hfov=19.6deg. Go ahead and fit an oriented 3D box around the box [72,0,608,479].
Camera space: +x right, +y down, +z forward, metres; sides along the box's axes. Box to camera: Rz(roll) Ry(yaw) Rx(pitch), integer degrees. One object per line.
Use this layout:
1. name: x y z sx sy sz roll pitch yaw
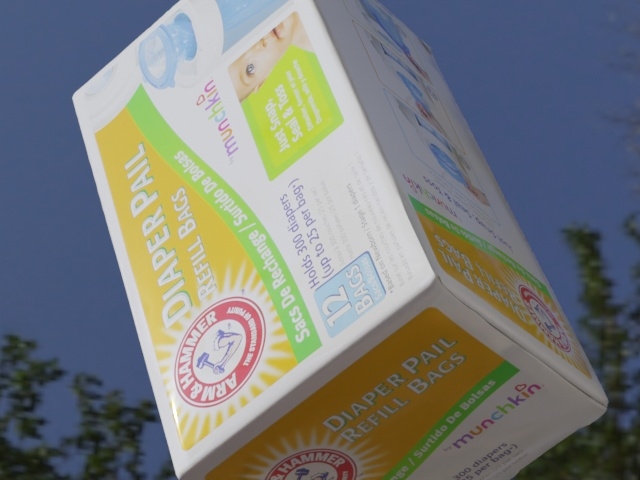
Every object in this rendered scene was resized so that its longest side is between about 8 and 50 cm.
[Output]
1. box: 0.000 0.000 0.664 0.114 0.203 0.103 -39 -47 17
